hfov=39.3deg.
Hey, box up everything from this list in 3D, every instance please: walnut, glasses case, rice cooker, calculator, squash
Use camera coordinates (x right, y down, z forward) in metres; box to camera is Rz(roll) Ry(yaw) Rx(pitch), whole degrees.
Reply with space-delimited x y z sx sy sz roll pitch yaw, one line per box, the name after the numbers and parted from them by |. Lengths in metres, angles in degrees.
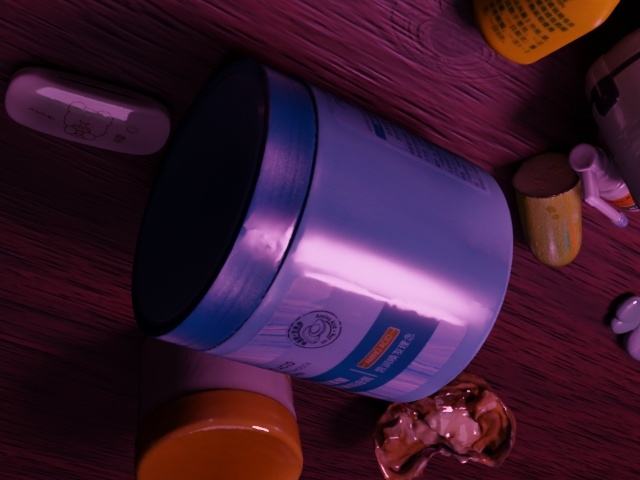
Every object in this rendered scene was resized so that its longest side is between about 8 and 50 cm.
0.200 0.294 1.504 0.238 0.141 0.204 -10 122 2 | walnut
-0.274 -0.153 1.067 0.193 0.049 0.074 13 128 -22 | glasses case
0.446 -0.158 1.065 0.226 0.244 0.226 -15 155 -7 | rice cooker
0.618 0.146 1.505 0.299 0.041 0.185 10 130 -20 | calculator
0.327 -0.027 1.262 0.095 0.095 0.188 -17 133 5 | squash

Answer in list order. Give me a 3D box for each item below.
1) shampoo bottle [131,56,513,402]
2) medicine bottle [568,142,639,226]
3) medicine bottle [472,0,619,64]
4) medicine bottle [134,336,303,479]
0.000 0.000 1.069 0.343 0.331 0.331 20 126 -28 | shampoo bottle
0.383 -0.070 1.181 0.061 0.092 0.221 -10 165 34 | medicine bottle
0.291 -0.285 0.943 0.111 0.076 0.309 46 145 -15 | medicine bottle
-0.154 0.255 1.339 0.238 0.232 0.238 -4 132 -5 | medicine bottle
